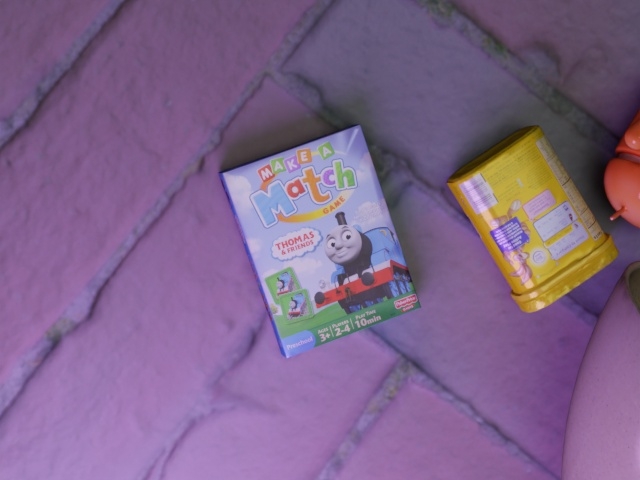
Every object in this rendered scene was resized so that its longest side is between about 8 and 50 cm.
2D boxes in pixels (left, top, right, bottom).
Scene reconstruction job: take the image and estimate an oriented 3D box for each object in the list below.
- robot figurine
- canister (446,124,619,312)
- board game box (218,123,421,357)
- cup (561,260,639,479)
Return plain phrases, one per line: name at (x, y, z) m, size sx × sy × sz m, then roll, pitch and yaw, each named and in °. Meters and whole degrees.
robot figurine at (0.394, -0.099, 1.473) m, size 0.128 × 0.158 × 0.219 m, roll 31°, pitch 88°, yaw 5°
canister at (0.231, -0.026, 1.475) m, size 0.126 × 0.073 × 0.170 m, roll -33°, pitch 98°, yaw -7°
board game box at (0.000, 0.000, 1.449) m, size 0.160 × 0.039 × 0.212 m, roll -20°, pitch 97°, yaw -9°
cup at (0.391, 0.215, 1.428) m, size 0.331 × 0.331 × 0.237 m, roll 29°, pitch 114°, yaw -12°
